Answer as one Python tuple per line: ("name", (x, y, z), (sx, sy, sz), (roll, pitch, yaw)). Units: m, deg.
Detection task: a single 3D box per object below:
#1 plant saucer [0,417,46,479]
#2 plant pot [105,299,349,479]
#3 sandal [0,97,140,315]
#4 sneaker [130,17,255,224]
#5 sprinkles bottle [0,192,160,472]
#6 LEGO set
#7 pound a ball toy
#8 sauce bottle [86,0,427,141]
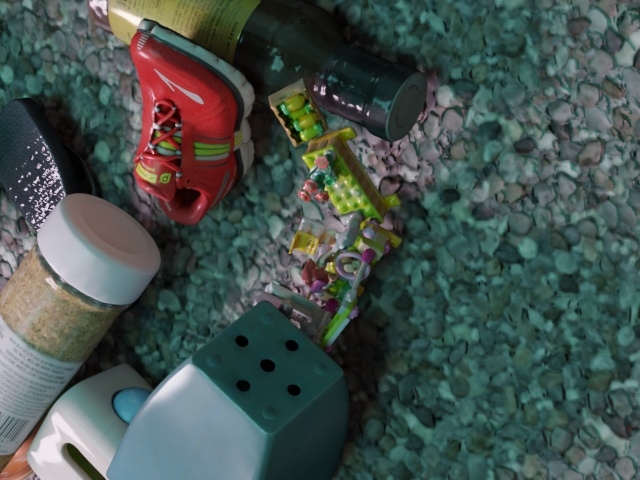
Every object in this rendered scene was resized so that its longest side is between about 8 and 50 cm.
("plant saucer", (-0.369, 0.173, 1.791), (0.200, 0.037, 0.200), (3, 99, 21))
("plant pot", (-0.075, 0.175, 1.532), (0.166, 0.165, 0.234), (42, 144, 15))
("sandal", (-0.270, -0.036, 1.730), (0.097, 0.054, 0.254), (-21, 100, 41))
("sneaker", (-0.127, -0.097, 1.495), (0.107, 0.118, 0.279), (27, 160, 20))
("sprinkles bottle", (-0.309, 0.118, 1.671), (0.121, 0.121, 0.355), (45, 111, 15))
("LEGO set", (0.000, 0.000, 1.476), (0.132, 0.107, 0.287), (14, 134, 10))
("pound a ball toy", (-0.161, 0.282, 1.639), (0.319, 0.208, 0.136), (43, 121, 17))
("sauce bottle", (-0.062, -0.187, 1.517), (0.344, 0.111, 0.111), (28, 115, 25))
